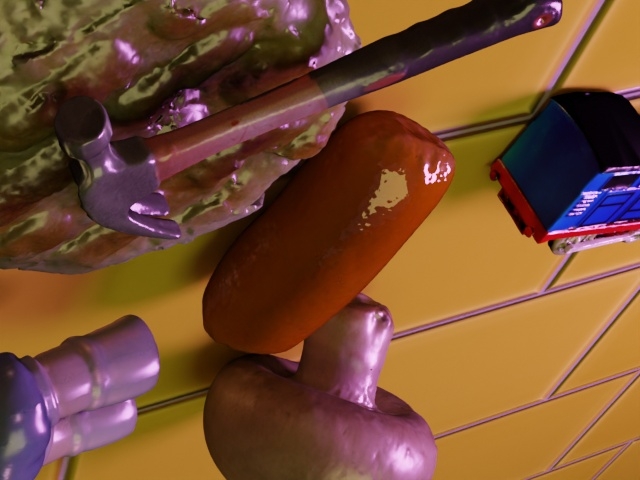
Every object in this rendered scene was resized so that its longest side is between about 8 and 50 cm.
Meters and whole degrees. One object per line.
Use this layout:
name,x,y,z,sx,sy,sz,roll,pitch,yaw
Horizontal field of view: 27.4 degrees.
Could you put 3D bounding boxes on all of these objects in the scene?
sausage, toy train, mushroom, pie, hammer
sausage,0.000,0.000,0.926,0.098,0.098,0.238,1,141,-45
toy train,0.241,-0.053,1.066,0.204,0.083,0.131,-6,145,-38
mushroom,0.007,0.139,1.117,0.204,0.204,0.204,-22,154,-11
pie,-0.111,-0.072,0.713,0.306,0.071,0.306,-23,154,-12
hammer,0.003,-0.081,0.697,0.287,0.033,0.111,-24,150,-12

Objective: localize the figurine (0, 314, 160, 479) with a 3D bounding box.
figurine,-0.265,0.113,0.765,0.381,0.205,0.225,-18,147,-26
